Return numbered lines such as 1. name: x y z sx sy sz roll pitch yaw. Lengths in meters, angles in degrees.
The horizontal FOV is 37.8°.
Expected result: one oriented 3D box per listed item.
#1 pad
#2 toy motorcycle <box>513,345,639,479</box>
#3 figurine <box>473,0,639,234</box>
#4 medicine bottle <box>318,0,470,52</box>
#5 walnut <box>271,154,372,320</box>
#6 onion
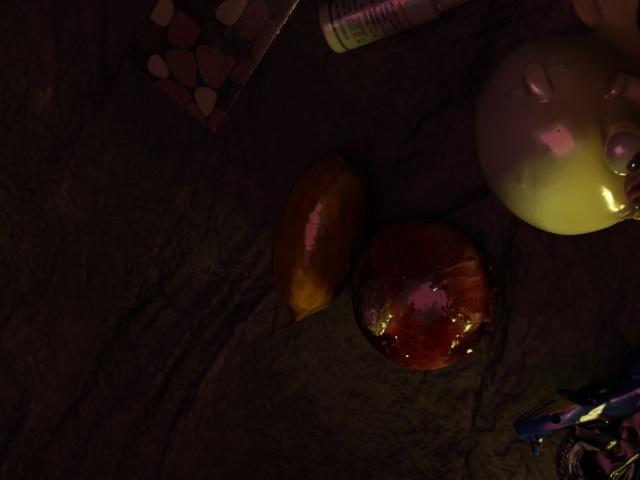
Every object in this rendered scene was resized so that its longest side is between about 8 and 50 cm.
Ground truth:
1. pad: -0.129 -0.272 1.149 0.158 0.003 0.235 40 113 10
2. toy motorcycle: 0.361 0.152 0.979 0.315 0.113 0.168 -33 91 9
3. figurine: 0.344 -0.159 0.906 0.395 0.226 0.274 -11 68 18
4. medicine bottle: 0.105 -0.281 1.026 0.221 0.061 0.092 -15 76 23
5. walnut: 0.000 0.000 1.094 0.116 0.116 0.207 19 103 17
6. onion: 0.104 0.065 1.050 0.184 0.147 0.183 11 109 34
